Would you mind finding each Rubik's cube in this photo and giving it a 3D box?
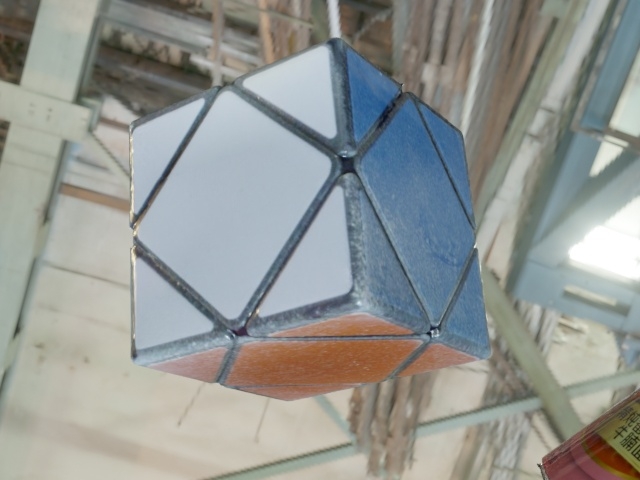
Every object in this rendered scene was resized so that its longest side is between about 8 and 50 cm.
[{"bbox_3d":[-0.008,-0.002,0.783,0.207,0.205,0.205,-17,156,31],"label":"Rubik's cube"}]

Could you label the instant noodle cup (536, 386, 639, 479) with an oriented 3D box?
[{"bbox_3d":[0.325,0.190,0.805,0.244,0.255,0.244,56,-171,-14],"label":"instant noodle cup"}]
